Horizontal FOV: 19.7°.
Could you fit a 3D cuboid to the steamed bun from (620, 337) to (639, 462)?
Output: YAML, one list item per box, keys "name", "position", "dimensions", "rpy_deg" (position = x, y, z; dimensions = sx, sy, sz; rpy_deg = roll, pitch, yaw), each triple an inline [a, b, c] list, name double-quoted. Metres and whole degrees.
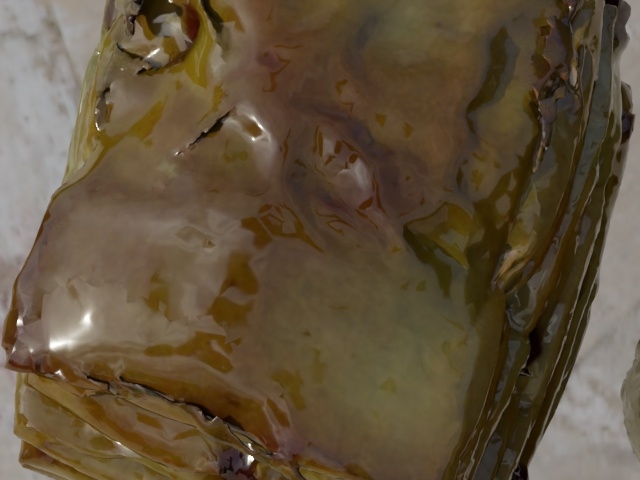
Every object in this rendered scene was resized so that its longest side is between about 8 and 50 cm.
- name: "steamed bun"
  position: [0.269, 0.118, 0.850]
  dimensions: [0.230, 0.372, 0.325]
  rpy_deg: [-34, 58, -22]

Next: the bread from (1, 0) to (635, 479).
- name: "bread"
  position: [0.000, 0.000, 0.865]
  dimensions: [0.277, 0.167, 0.324]
  rpy_deg: [18, 92, 1]
